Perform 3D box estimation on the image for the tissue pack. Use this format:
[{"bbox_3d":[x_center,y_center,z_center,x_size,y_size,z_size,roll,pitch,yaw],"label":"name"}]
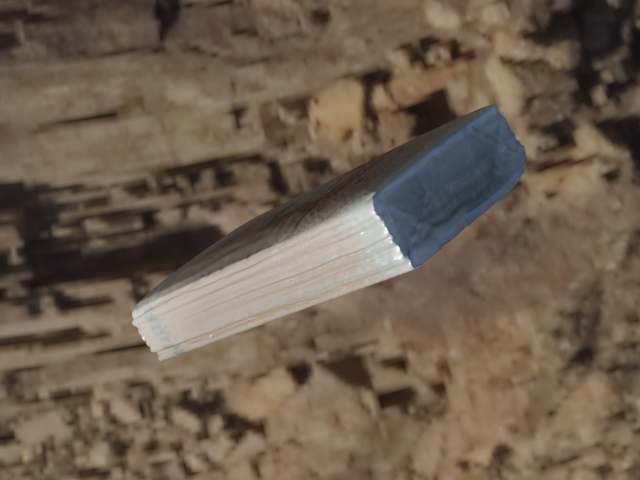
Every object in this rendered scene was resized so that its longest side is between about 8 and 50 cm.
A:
[{"bbox_3d":[0.000,0.000,1.365,0.325,0.071,0.170,-23,-167,49],"label":"tissue pack"}]
